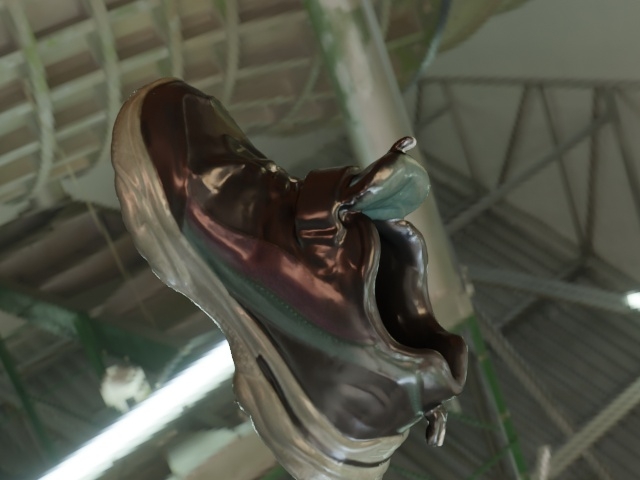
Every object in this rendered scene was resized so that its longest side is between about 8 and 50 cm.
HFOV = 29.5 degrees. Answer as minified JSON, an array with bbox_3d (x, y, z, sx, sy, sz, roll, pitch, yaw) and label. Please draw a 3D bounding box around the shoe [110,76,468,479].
[{"bbox_3d":[0.000,0.000,0.427,0.099,0.169,0.071,-36,169,27],"label":"shoe"}]
